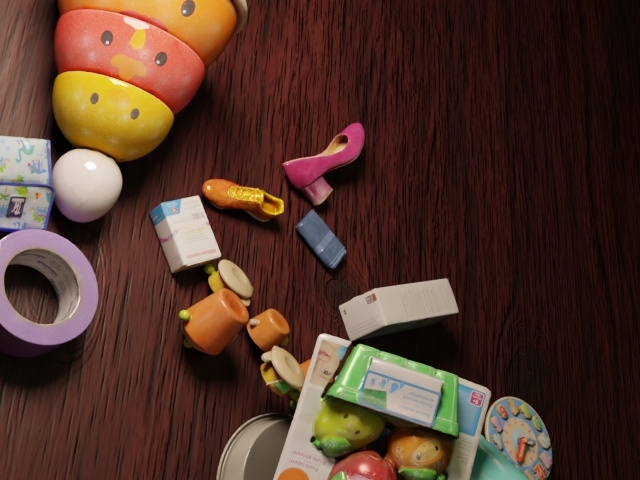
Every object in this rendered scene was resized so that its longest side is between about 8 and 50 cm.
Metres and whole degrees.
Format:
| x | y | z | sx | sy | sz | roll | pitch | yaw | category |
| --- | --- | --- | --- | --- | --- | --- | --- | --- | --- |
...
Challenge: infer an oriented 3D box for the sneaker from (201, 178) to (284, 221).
| x | y | z | sx | sy | sz | roll | pitch | yaw | category |
| --- | --- | --- | --- | --- | --- | --- | --- | --- | --- |
| -0.148 | -0.087 | 1.894 | 0.175 | 0.067 | 0.064 | 14 | 63 | -35 | sneaker |

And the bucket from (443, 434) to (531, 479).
| x | y | z | sx | sy | sz | roll | pitch | yaw | category |
| --- | --- | --- | --- | --- | --- | --- | --- | --- | --- |
| 0.276 | 0.511 | 1.837 | 0.183 | 0.281 | 0.281 | 46 | 44 | 9 | bucket |

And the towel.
| x | y | z | sx | sy | sz | roll | pitch | yaw | category |
| --- | --- | --- | --- | --- | --- | --- | --- | --- | --- |
| 0.000 | 0.000 | 2.010 | 0.119 | 0.029 | 0.067 | 51 | 45 | -11 | towel |

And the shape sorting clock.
| x | y | z | sx | sy | sz | roll | pitch | yaw | category |
| --- | --- | --- | --- | --- | --- | --- | --- | --- | --- |
| 0.444 | 0.447 | 2.182 | 0.206 | 0.040 | 0.206 | 19 | 58 | -35 | shape sorting clock |

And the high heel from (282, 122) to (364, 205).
| x | y | z | sx | sy | sz | roll | pitch | yaw | category |
| --- | --- | --- | --- | --- | --- | --- | --- | --- | --- |
| 0.008 | -0.193 | 2.074 | 0.117 | 0.082 | 0.244 | 50 | 58 | -25 | high heel |

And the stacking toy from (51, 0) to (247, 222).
| x | y | z | sx | sy | sz | roll | pitch | yaw | category |
| --- | --- | --- | --- | --- | --- | --- | --- | --- | --- |
| -0.339 | -0.255 | 1.689 | 0.350 | 0.350 | 0.480 | 22 | 73 | -33 | stacking toy |

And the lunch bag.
| x | y | z | sx | sy | sz | roll | pitch | yaw | category |
| --- | --- | --- | --- | --- | --- | --- | --- | --- | --- |
| -0.501 | -0.088 | 1.569 | 0.128 | 0.096 | 0.151 | 2 | 83 | -44 | lunch bag |

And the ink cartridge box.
| x | y | z | sx | sy | sz | roll | pitch | yaw | category |
| --- | --- | --- | --- | --- | --- | --- | --- | --- | --- |
| -0.245 | -0.010 | 1.781 | 0.088 | 0.052 | 0.123 | -15 | 79 | -44 | ink cartridge box |

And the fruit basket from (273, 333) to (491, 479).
| x | y | z | sx | sy | sz | roll | pitch | yaw | category |
| --- | --- | --- | --- | --- | --- | --- | --- | --- | --- |
| 0.101 | 0.368 | 1.671 | 0.327 | 0.165 | 0.353 | 19 | 68 | 0 | fruit basket |

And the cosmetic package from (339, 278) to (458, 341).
| x | y | z | sx | sy | sz | roll | pitch | yaw | category |
| --- | --- | --- | --- | --- | --- | --- | --- | --- | --- |
| 0.164 | 0.142 | 2.027 | 0.231 | 0.117 | 0.086 | -8 | 74 | -42 | cosmetic package |

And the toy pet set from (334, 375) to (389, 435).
| x | y | z | sx | sy | sz | roll | pitch | yaw | category |
| --- | --- | --- | --- | --- | --- | --- | --- | --- | --- |
| 0.079 | 0.337 | 1.914 | 0.114 | 0.065 | 0.122 | 5 | 58 | -2 | toy pet set |

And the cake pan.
| x | y | z | sx | sy | sz | roll | pitch | yaw | category |
| --- | --- | --- | --- | --- | --- | --- | --- | --- | --- |
| -0.049 | 0.446 | 1.736 | 0.293 | 0.054 | 0.293 | 19 | 59 | -35 | cake pan |

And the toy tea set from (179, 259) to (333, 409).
| x | y | z | sx | sy | sz | roll | pitch | yaw | category |
| --- | --- | --- | --- | --- | --- | --- | --- | --- | --- |
| -0.125 | 0.201 | 1.773 | 0.336 | 0.124 | 0.200 | 48 | 17 | -9 | toy tea set |

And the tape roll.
| x | y | z | sx | sy | sz | roll | pitch | yaw | category |
| --- | --- | --- | --- | --- | --- | --- | --- | --- | --- |
| -0.450 | 0.083 | 1.535 | 0.189 | 0.080 | 0.189 | 20 | 58 | -35 | tape roll |
